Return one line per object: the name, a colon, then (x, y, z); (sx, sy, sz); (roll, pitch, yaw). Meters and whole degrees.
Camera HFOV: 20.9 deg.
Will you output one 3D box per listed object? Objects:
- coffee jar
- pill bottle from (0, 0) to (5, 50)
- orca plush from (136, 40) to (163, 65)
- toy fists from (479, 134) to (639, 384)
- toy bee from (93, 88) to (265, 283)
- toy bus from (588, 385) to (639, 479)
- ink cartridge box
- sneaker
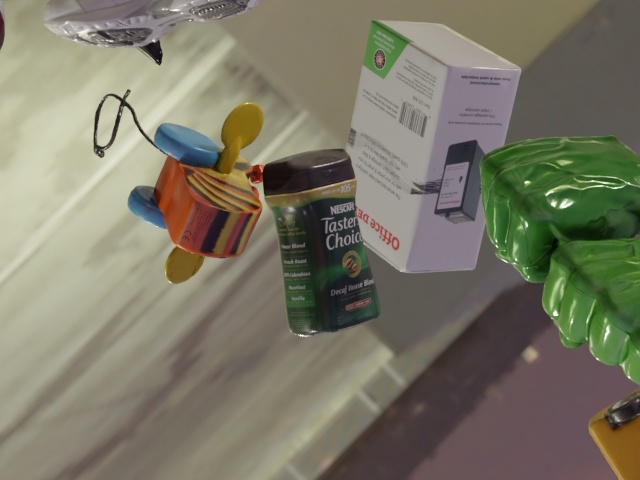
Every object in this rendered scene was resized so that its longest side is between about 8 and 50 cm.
coffee jar: (0.000, 0.000, 1.779); (0.096, 0.184, 0.079); (-16, -172, -39)
pill bottle: (-0.395, -0.142, 1.443); (0.224, 0.224, 0.392); (127, -19, -55)
orca plush: (-0.098, -0.304, 1.960); (0.287, 0.151, 0.102); (-55, 142, -15)
toy fists: (0.223, 0.010, 1.404); (0.142, 0.279, 0.096); (-2, 129, -27)
toy bee: (-0.112, -0.069, 1.797); (0.162, 0.298, 0.195); (14, 130, -30)
toy bus: (0.481, 0.166, 2.028); (0.332, 0.108, 0.130); (-33, -178, 19)
ink cartridge box: (0.136, -0.127, 2.322); (0.121, 0.211, 0.289); (-1, 114, -29)
sneaker: (-0.169, -0.262, 1.718); (0.232, 0.115, 0.090); (-12, 168, 17)
